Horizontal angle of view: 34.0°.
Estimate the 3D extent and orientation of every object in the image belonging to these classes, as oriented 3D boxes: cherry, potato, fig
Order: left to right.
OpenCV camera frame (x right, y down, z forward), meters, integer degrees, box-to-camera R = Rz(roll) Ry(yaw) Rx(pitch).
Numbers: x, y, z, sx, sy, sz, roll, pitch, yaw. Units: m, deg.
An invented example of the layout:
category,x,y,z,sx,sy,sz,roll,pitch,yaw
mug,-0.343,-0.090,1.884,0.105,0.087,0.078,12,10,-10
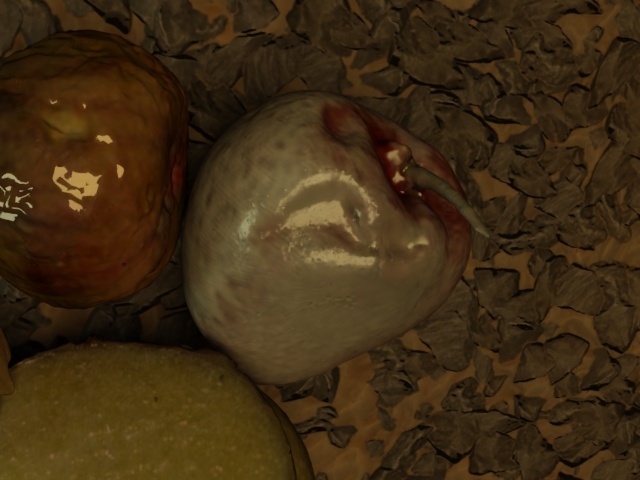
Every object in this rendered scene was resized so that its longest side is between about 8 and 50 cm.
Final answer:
category,x,y,z,sx,sy,sz,roll,pitch,yaw
fig,-0.317,-0.092,1.061,0.369,0.286,0.286,14,100,-3
potato,-0.217,0.330,1.173,0.442,0.319,0.385,-8,68,2
cherry,-0.007,-0.003,1.136,0.335,0.291,0.326,-30,150,5

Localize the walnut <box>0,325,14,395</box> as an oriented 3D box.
category,x,y,z,sx,sy,sz,roll,pitch,yaw
walnut,-0.433,0.145,1.045,0.204,0.141,0.238,40,84,19
